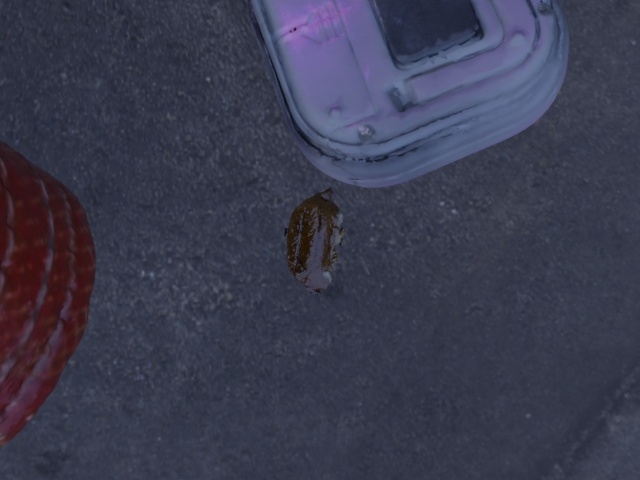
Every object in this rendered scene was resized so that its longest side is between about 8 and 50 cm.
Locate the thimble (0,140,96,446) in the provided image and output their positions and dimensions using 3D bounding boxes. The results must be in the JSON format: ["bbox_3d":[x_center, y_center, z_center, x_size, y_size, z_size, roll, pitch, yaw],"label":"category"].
[{"bbox_3d":[-0.420,0.039,0.796,0.350,0.350,0.230,-26,154,4],"label":"thimble"}]

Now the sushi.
[{"bbox_3d":[-0.003,-0.001,0.876,0.060,0.061,0.118,12,97,-50],"label":"sushi"}]

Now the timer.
[{"bbox_3d":[0.052,-0.148,0.542,0.191,0.208,0.069,-23,156,7],"label":"timer"}]
